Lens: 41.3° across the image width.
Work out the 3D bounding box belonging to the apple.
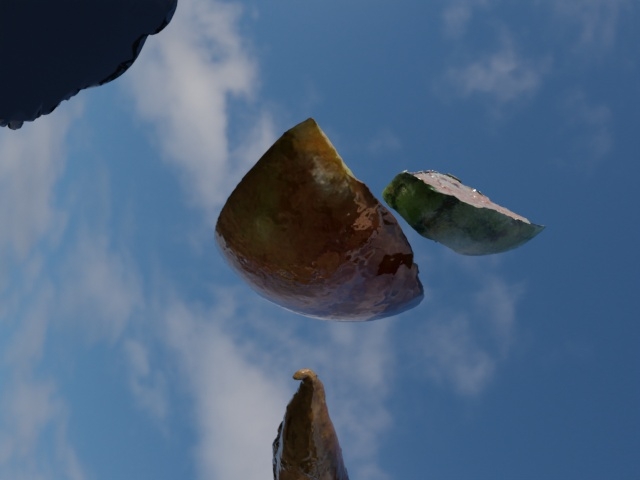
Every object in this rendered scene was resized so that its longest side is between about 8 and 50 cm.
[{"bbox_3d":[0.000,0.000,1.014,0.346,0.254,0.179,83,12,-73],"label":"apple"}]

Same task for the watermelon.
[{"bbox_3d":[0.151,-0.034,0.970,0.139,0.187,0.071,-105,-143,-66],"label":"watermelon"}]

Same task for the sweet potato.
[{"bbox_3d":[-0.008,0.163,0.584,0.068,0.060,0.206,35,-38,34],"label":"sweet potato"}]

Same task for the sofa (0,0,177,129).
[{"bbox_3d":[-0.239,-0.203,0.553,0.200,0.258,0.182,39,-57,16],"label":"sofa"}]
